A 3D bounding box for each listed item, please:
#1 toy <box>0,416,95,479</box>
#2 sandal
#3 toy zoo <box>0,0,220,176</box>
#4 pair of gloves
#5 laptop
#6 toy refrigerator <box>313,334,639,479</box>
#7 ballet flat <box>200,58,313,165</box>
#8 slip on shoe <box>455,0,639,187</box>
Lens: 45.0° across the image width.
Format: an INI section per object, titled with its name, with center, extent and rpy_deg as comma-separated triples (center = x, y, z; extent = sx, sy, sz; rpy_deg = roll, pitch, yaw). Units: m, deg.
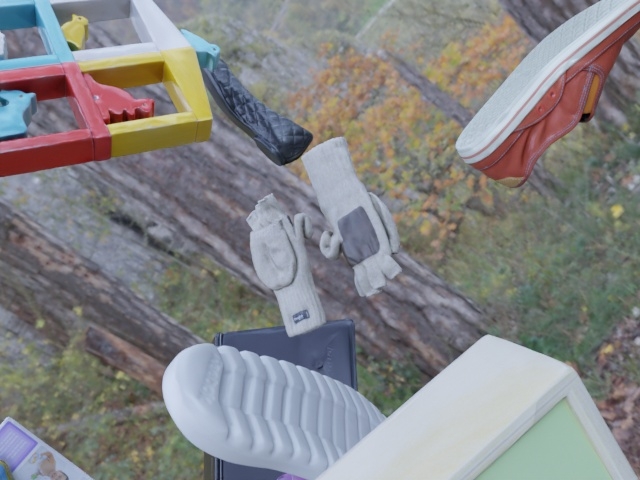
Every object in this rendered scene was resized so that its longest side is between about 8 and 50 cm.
[toy]
center = -0.297, 0.321, 0.848
extent = 0.137, 0.237, 0.056
rpy_deg = -48, 5, 5
[sandal]
center = -0.022, 0.231, 0.883
extent = 0.102, 0.416, 0.169
rpy_deg = -39, 37, 22
[toy zoo]
center = -0.223, -0.145, 0.673
extent = 0.192, 0.293, 0.030
rpy_deg = 60, 150, 29
[pair of gloves]
center = 0.000, 0.000, 1.029
extent = 0.240, 0.042, 0.204
rpy_deg = -37, 76, 39
[laptop]
center = -0.092, 0.374, 1.482
extent = 0.408, 0.237, 0.381
rpy_deg = 127, 143, -68
[toy refrigerator]
center = 0.043, 0.180, 0.425
extent = 0.270, 0.102, 0.094
rpy_deg = -37, 17, -13
[ballet flat]
center = -0.077, -0.149, 0.843
extent = 0.049, 0.173, 0.057
rpy_deg = -39, -15, -13
[slip on shoe]
center = 0.316, -0.201, 0.995
extent = 0.331, 0.101, 0.123
rpy_deg = -47, 15, -4
